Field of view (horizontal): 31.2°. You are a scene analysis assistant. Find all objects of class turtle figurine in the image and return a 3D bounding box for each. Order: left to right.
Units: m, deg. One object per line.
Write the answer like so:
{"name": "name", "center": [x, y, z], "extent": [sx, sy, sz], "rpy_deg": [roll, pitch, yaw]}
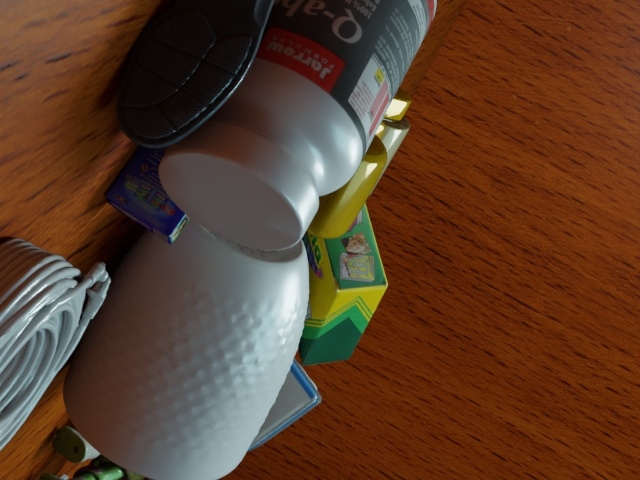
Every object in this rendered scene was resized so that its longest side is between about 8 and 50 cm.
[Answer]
{"name": "turtle figurine", "center": [-0.354, 0.323, 1.892], "extent": [0.197, 0.275, 0.266], "rpy_deg": [-36, 165, 30]}

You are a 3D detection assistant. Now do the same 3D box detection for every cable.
{"name": "cable", "center": [-0.329, 0.119, 1.116], "extent": [0.257, 0.089, 0.257], "rpy_deg": [-58, 173, 9]}

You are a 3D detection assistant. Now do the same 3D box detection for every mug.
{"name": "mug", "center": [-0.170, 0.086, 1.577], "extent": [0.328, 0.276, 0.374], "rpy_deg": [-62, -156, 26]}

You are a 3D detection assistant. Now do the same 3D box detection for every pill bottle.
{"name": "pill bottle", "center": [-0.023, -0.181, 1.296], "extent": [0.210, 0.210, 0.363], "rpy_deg": [111, 5, -62]}

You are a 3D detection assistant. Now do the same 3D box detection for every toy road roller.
{"name": "toy road roller", "center": [0.018, -0.116, 1.639], "extent": [0.329, 0.240, 0.203], "rpy_deg": [4, 124, -46]}

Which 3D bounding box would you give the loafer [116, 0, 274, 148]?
{"name": "loafer", "center": [-0.102, -0.222, 1.169], "extent": [0.303, 0.109, 0.095], "rpy_deg": [-61, 178, -3]}

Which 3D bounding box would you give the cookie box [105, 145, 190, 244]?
{"name": "cookie box", "center": [-0.182, -0.066, 1.341], "extent": [0.107, 0.091, 0.040], "rpy_deg": [-56, 178, -14]}

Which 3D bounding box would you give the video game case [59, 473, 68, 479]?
{"name": "video game case", "center": [-0.479, 0.455, 1.965], "extent": [0.087, 0.011, 0.122], "rpy_deg": [-60, 174, 10]}

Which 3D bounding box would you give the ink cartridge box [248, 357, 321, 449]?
{"name": "ink cartridge box", "center": [-0.143, 0.210, 1.998], "extent": [0.166, 0.285, 0.395], "rpy_deg": [-36, 172, -4]}

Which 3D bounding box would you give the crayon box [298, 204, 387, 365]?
{"name": "crayon box", "center": [0.000, 0.000, 2.111], "extent": [0.313, 0.106, 0.363], "rpy_deg": [110, -30, -59]}
